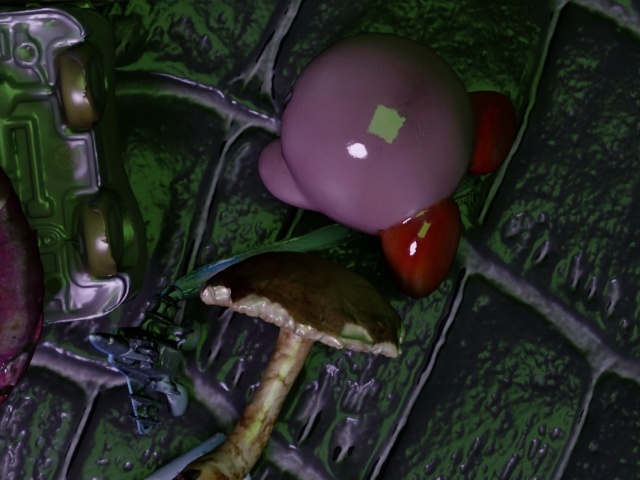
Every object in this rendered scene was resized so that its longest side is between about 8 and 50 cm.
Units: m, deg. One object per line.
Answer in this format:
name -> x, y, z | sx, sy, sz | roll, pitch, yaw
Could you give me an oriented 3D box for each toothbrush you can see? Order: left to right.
toothbrush -> 0.000, 0.000, 1.780 | 0.413, 0.042, 0.035 | -19, 51, -13

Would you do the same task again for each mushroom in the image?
mushroom -> -0.063, 0.137, 1.677 | 0.302, 0.233, 0.208 | -44, 65, 11

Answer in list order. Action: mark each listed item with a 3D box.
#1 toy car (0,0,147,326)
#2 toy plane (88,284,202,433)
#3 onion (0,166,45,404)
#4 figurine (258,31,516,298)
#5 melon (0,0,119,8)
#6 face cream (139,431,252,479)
toy car -> -0.323, -0.086, 1.653 | 0.242, 0.226, 0.336 | -6, 101, 5
toy plane -> -0.189, 0.121, 1.631 | 0.078, 0.246, 0.169 | 10, 80, 10
onion -> -0.439, 0.046, 1.426 | 0.347, 0.285, 0.347 | 1, 99, 9
figurine -> 0.080, -0.119, 1.696 | 0.261, 0.211, 0.269 | 29, 70, 5
melon -> -0.313, -0.287, 1.726 | 0.182, 0.098, 0.054 | 0, 101, -25
face cream -> -0.189, 0.303, 1.685 | 0.229, 0.075, 0.075 | -31, 90, -14
